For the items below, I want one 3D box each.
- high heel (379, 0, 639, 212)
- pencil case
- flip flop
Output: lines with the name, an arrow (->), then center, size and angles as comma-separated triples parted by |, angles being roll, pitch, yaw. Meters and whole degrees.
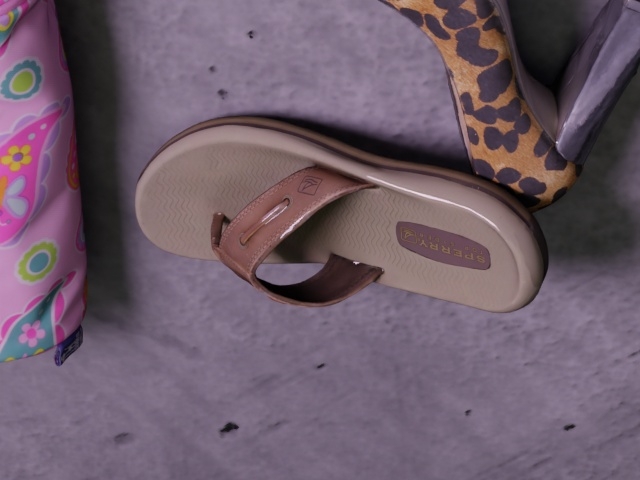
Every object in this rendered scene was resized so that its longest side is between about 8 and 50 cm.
high heel -> 0.046, -0.103, 1.114 | 0.261, 0.093, 0.186 | 19, 129, -13
pencil case -> -0.207, -0.048, 1.188 | 0.124, 0.124, 0.284 | 6, 129, 5
flip flop -> 0.000, 0.000, 1.185 | 0.277, 0.080, 0.112 | 14, 138, 28
